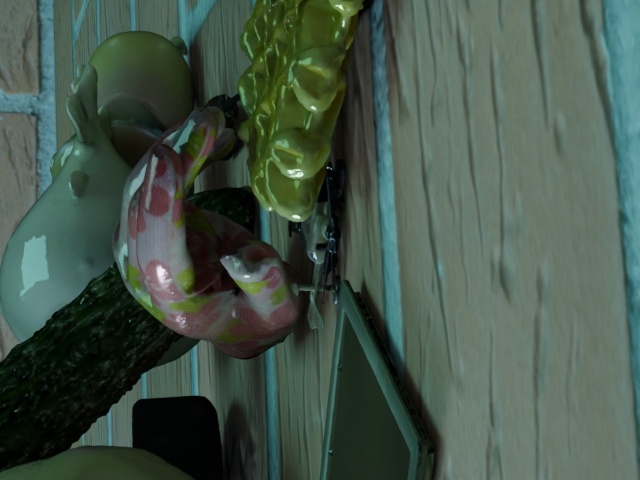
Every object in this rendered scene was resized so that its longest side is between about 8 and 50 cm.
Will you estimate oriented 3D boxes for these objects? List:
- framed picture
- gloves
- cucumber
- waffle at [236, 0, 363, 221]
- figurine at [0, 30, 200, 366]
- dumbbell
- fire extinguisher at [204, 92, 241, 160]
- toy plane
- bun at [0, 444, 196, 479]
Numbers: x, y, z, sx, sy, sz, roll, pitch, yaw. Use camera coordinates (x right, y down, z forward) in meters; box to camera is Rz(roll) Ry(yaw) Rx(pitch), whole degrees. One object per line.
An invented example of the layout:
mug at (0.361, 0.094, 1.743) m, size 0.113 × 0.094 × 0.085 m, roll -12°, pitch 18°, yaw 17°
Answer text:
framed picture at (0.028, 0.188, 1.199) m, size 0.217 × 0.017 × 0.274 m, roll -114°, pitch 27°, yaw -61°
gloves at (-0.086, 0.002, 1.345) m, size 0.241 × 0.126 × 0.145 m, roll 49°, pitch -159°, yaw -59°
cucumber at (-0.182, 0.084, 1.575) m, size 0.096 × 0.359 × 0.096 m, roll 42°, pitch 164°, yaw 15°
waffle at (-0.012, -0.149, 1.253) m, size 0.261 × 0.056 × 0.250 m, roll -103°, pitch 20°, yaw -53°
figurine at (-0.185, -0.075, 1.803) m, size 0.274 × 0.226 × 0.394 m, roll 83°, pitch -171°, yaw -45°
dumbbell at (-0.243, 0.242, 1.678) m, size 0.204 × 0.322 × 0.204 m, roll 177°, pitch 90°, yaw -86°
fire extinguisher at (-0.087, -0.096, 1.678) m, size 0.173 × 0.035 × 0.049 m, roll 151°, pitch 121°, yaw -80°
toy plane at (0.000, 0.000, 1.290) m, size 0.049 × 0.031 × 0.121 m, roll -139°, pitch 52°, yaw -63°
bun at (-0.144, 0.320, 1.478) m, size 0.361 × 0.213 × 0.361 m, roll 21°, pitch 127°, yaw 32°
